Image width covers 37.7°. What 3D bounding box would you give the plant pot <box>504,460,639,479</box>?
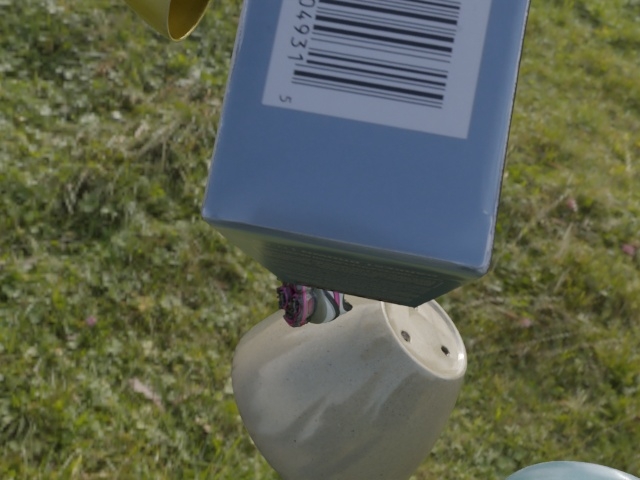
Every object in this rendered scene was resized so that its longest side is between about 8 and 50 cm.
[{"bbox_3d":[0.274,0.412,0.995,0.293,0.293,0.196,30,39,18],"label":"plant pot"}]

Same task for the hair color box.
[{"bbox_3d":[0.031,-0.067,0.530,0.114,0.374,0.185,11,85,2],"label":"hair color box"}]

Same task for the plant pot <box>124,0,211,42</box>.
[{"bbox_3d":[-0.172,-0.292,0.998,0.095,0.134,0.134,25,42,6],"label":"plant pot"}]

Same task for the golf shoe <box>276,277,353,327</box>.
[{"bbox_3d":[0.000,0.000,1.010,0.086,0.186,0.067,-7,22,-26],"label":"golf shoe"}]

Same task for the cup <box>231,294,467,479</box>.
[{"bbox_3d":[0.073,0.192,1.368,0.331,0.237,0.331,33,32,-24],"label":"cup"}]
